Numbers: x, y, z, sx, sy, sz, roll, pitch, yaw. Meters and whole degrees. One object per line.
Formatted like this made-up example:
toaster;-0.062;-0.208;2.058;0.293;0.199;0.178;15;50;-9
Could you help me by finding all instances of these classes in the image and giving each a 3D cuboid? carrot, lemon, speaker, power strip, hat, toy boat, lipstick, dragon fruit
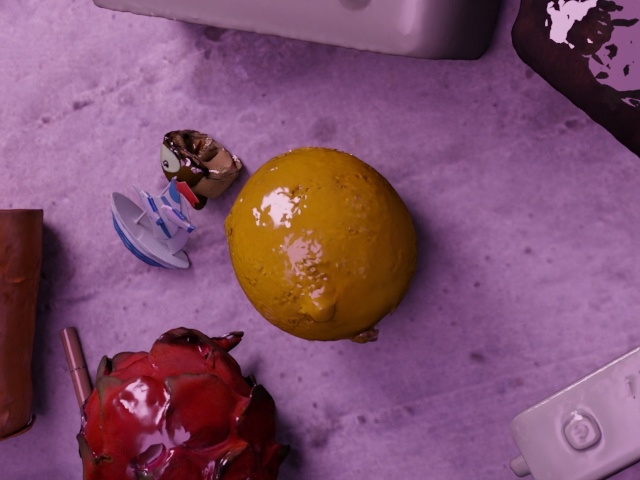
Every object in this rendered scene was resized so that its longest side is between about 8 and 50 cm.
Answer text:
carrot;-0.385;0.094;1.400;0.196;0.196;0.254;-2;95;26
lemon;0.000;0.000;1.211;0.173;0.173;0.206;-43;50;21
speaker;-0.024;-0.284;1.210;0.406;0.183;0.184;13;103;26
power strip;0.323;0.113;1.114;0.385;0.062;0.091;-34;74;23
hat;-0.127;-0.071;1.323;0.077;0.076;0.059;36;119;16
toy boat;-0.158;-0.016;1.343;0.149;0.034;0.105;-11;117;42
lipstick;-0.268;0.142;1.433;0.019;0.019;0.094;-19;83;26
dragon fruit;-0.145;0.189;1.282;0.274;0.193;0.192;39;114;30

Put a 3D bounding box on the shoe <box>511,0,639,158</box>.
shoe;0.253;-0.235;1.073;0.237;0.171;0.384;-38;83;18
